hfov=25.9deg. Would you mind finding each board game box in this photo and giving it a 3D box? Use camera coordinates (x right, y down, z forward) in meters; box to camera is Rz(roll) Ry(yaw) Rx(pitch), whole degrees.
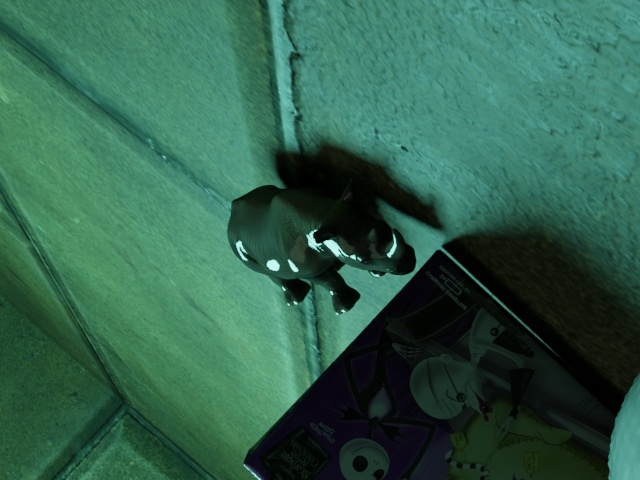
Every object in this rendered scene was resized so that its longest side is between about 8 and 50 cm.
[{"bbox_3d":[0.141,0.198,0.986,0.347,0.208,0.056,42,-171,-1],"label":"board game box"}]

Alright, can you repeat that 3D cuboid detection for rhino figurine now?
[{"bbox_3d":[0.000,0.000,1.057,0.106,0.073,0.243,44,163,-17],"label":"rhino figurine"}]

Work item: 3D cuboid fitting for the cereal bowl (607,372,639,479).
[{"bbox_3d":[0.290,0.196,0.752,0.339,0.141,0.339,39,163,14],"label":"cereal bowl"}]
